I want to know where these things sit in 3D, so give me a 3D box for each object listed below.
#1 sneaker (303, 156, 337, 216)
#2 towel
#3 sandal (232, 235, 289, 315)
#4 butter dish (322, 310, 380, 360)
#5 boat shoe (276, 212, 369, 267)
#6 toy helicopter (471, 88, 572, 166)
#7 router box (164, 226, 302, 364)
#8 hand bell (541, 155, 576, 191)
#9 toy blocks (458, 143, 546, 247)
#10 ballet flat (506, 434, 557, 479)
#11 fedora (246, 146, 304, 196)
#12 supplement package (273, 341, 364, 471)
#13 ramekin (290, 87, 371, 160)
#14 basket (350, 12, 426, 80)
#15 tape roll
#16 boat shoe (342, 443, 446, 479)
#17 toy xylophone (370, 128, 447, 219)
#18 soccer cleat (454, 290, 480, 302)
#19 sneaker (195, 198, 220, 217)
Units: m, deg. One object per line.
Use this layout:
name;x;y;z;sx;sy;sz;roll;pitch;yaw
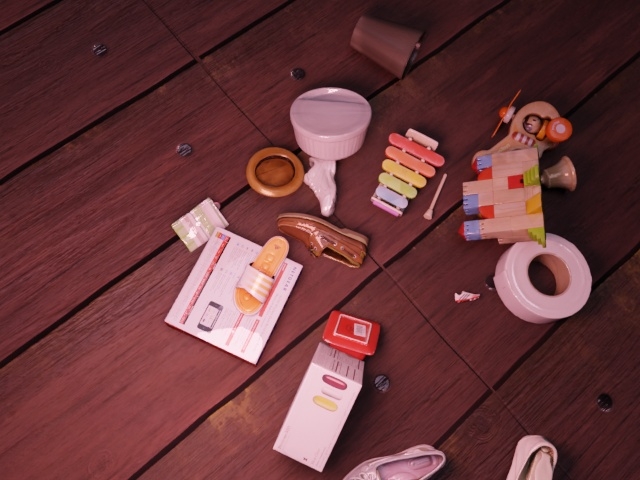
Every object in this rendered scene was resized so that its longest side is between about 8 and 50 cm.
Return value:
sneaker;-0.003;-0.181;1.914;0.115;0.090;0.232;-1;62;1
towel;-0.379;-0.048;1.827;0.152;0.023;0.113;-38;111;-14
sandal;-0.178;0.091;1.712;0.101;0.076;0.265;25;71;3
butter dish;0.086;0.308;1.737;0.159;0.118;0.160;16;29;5
boat shoe;0.000;0.000;1.830;0.307;0.111;0.105;16;69;0
toy helicopter;0.670;-0.363;2.013;0.355;0.140;0.235;-35;84;-3
router box;-0.259;0.169;1.763;0.301;0.082;0.336;25;71;3
hand bell;0.735;-0.203;1.988;0.241;0.126;0.126;-13;72;3
toy blocks;0.583;-0.138;1.879;0.260;0.191;0.382;-6;63;23
ballet flat;0.576;0.743;1.622;0.139;0.139;0.401;22;71;2
fedora;-0.152;-0.214;1.906;0.194;0.079;0.195;4;68;-10
supplement package;0.000;0.447;1.580;0.145;0.204;0.262;24;97;4
ramekin;0.034;-0.382;1.918;0.272;0.127;0.273;0;49;0
basket;0.234;-0.711;2.079;0.226;0.154;0.204;26;73;8
tape roll;0.715;0.122;1.864;0.285;0.100;0.287;2;72;-5
boat shoe;0.200;0.665;1.626;0.320;0.103;0.118;-16;74;-11
toy xylophone;0.307;-0.211;1.947;0.236;0.081;0.323;20;71;1
soccer cleat;0.473;0.178;1.859;0.083;0.029;0.036;-12;77;-4
sneaker;-0.386;-0.094;1.867;0.119;0.047;0.057;-36;56;-16
